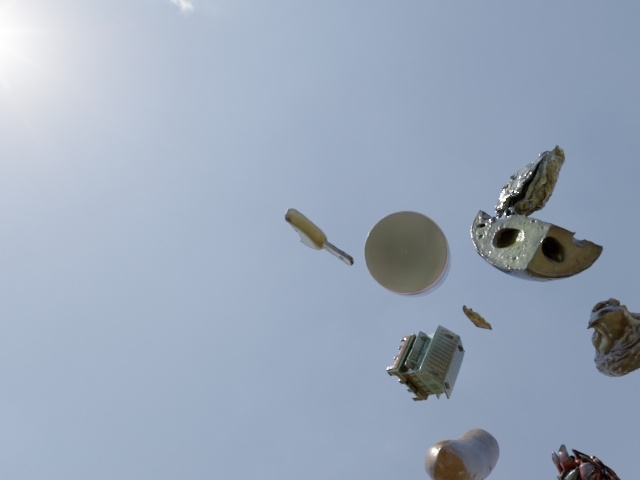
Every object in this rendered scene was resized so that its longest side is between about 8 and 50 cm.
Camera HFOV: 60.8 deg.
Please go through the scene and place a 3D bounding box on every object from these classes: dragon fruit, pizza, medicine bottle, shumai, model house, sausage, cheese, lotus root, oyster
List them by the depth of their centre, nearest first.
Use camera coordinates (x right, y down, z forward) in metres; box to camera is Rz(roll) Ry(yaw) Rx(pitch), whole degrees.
[{"bbox_3d":[0.531,0.482,1.077,0.142,0.121,0.130,36,-54,-8],"label":"dragon fruit"},{"bbox_3d":[0.659,0.197,1.185,0.161,0.153,0.209,-32,-21,-46],"label":"shumai"},{"bbox_3d":[0.492,0.026,1.296,0.210,0.314,0.141,24,-87,-10],"label":"lotus root"},{"bbox_3d":[0.387,0.595,1.471,0.501,0.123,0.136,24,-102,-58],"label":"sausage"},{"bbox_3d":[-0.001,0.001,1.565,0.049,0.235,0.127,-49,-26,-20],"label":"cheese"},{"bbox_3d":[0.486,0.243,1.653,0.026,0.109,0.123,-50,-53,-6],"label":"pizza"},{"bbox_3d":[0.645,-0.161,1.677,0.112,0.198,0.267,35,-57,-4],"label":"oyster"},{"bbox_3d":[0.277,0.050,1.703,0.252,0.252,0.241,-42,-17,7],"label":"medicine bottle"},{"bbox_3d":[0.401,0.455,2.014,0.198,0.224,0.215,49,-42,-14],"label":"model house"}]
